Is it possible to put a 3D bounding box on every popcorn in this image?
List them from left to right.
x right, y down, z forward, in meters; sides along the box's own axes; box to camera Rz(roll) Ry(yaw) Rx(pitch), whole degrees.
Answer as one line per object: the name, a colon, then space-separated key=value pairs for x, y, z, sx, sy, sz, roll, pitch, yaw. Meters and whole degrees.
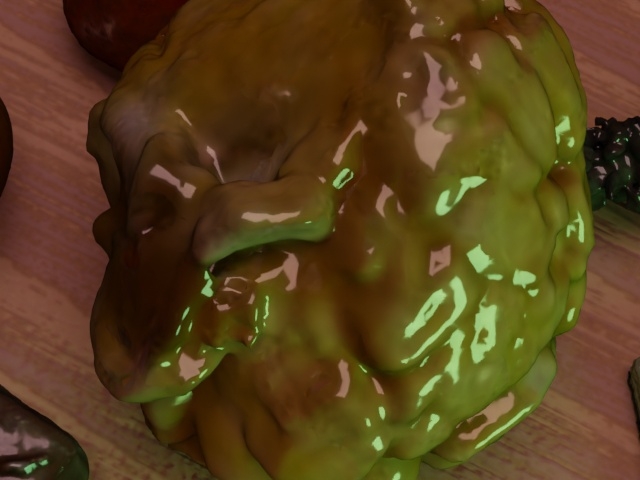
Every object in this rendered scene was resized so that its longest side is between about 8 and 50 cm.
popcorn: x=0.014 y=-0.014 z=1.240 sx=0.390 sy=0.344 sz=0.354 roll=-40 pitch=111 yaw=-6

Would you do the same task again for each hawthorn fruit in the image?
hawthorn fruit: x=-0.113 y=-0.213 z=1.389 sx=0.179 sy=0.200 sz=0.179 roll=3 pitch=71 yaw=-7

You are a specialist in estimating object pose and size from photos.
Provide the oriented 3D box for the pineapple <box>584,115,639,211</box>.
pineapple: x=0.305 y=-0.081 z=1.392 sx=0.361 sy=0.175 sz=0.175 roll=-12 pitch=67 yaw=-13

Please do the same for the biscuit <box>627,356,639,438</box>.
biscuit: x=0.309 y=0.178 z=1.343 sx=0.121 sy=0.040 sz=0.199 roll=-4 pitch=65 yaw=-10

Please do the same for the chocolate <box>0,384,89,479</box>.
chocolate: x=-0.275 y=0.157 z=1.257 sx=0.214 sy=0.093 sz=0.148 roll=31 pitch=67 yaw=8

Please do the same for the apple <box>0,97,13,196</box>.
apple: x=-0.342 y=-0.060 z=1.295 sx=0.235 sy=0.173 sz=0.210 roll=12 pitch=19 yaw=-28
